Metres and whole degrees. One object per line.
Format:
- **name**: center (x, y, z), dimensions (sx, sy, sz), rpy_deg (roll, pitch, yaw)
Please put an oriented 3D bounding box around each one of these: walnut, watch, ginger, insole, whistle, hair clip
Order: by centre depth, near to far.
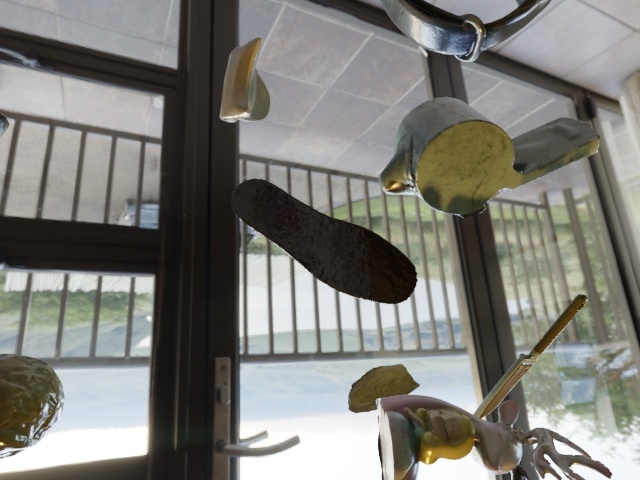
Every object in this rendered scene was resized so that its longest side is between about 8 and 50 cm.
- **walnut**: center (-0.250, 0.130, 0.345), dimensions (0.092, 0.092, 0.092), rpy_deg (-3, 163, -1)
- **watch**: center (0.171, -0.320, 0.544), dimensions (0.193, 0.206, 0.068), rpy_deg (-17, 161, 1)
- **insole**: center (0.000, 0.000, 0.688), dimensions (0.328, 0.111, 0.007), rpy_deg (30, 166, 8)
- **whistle**: center (0.326, -0.162, 0.872), dimensions (0.405, 0.168, 0.188), rpy_deg (4, 121, -9)
- **hair clip**: center (-0.192, -0.368, 1.081), dimensions (0.113, 0.172, 0.282), rpy_deg (9, -178, 0)
- **ginger**: center (0.154, 0.413, 1.178), dimensions (0.193, 0.115, 0.122), rpy_deg (-20, 143, -16)

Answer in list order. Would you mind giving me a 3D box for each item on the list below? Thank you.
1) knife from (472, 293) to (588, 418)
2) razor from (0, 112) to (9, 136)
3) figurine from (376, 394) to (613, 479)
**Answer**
- **knife**: center (0.403, 0.238, 0.870), dimensions (0.061, 0.027, 0.343), rpy_deg (12, 116, -39)
- **razor**: center (-0.532, -0.146, 0.631), dimensions (0.054, 0.148, 0.090), rpy_deg (35, 166, 13)
- **figurine**: center (0.264, 0.387, 0.724), dimensions (0.316, 0.206, 0.284), rpy_deg (-3, -167, 0)
